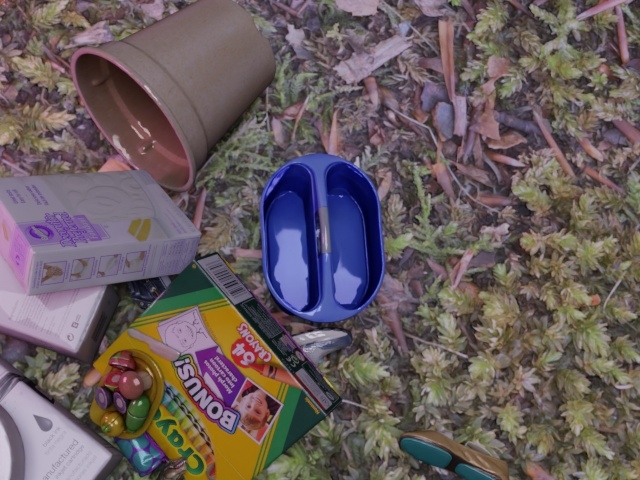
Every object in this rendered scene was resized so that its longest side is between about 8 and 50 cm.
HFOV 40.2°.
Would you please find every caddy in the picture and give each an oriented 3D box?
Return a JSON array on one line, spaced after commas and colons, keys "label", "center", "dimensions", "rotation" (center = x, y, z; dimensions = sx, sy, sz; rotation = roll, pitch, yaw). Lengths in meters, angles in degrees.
[{"label": "caddy", "center": [0.000, 0.000, 1.741], "dimensions": [0.241, 0.179, 0.342], "rotation": [-3, 76, -7]}]

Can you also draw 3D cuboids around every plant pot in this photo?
[{"label": "plant pot", "center": [-0.268, -0.320, 1.748], "dimensions": [0.334, 0.334, 0.305], "rotation": [43, 64, 6]}]

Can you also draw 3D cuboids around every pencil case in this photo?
[{"label": "pencil case", "center": [-0.354, 0.373, 1.667], "dimensions": [0.070, 0.064, 0.152], "rotation": [-38, 82, 14]}]

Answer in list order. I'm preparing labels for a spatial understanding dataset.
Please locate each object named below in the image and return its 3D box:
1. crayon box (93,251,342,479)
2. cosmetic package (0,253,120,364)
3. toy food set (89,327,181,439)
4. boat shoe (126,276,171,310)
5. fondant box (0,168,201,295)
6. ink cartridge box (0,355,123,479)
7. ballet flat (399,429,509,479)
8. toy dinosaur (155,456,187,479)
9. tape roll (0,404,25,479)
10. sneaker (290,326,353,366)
[{"label": "crayon box", "center": [-0.194, 0.260, 1.615], "dimensions": [0.313, 0.106, 0.363], "rotation": [-44, 82, 20]}, {"label": "cosmetic package", "center": [-0.586, 0.097, 1.649], "dimensions": [0.365, 0.197, 0.155], "rotation": [21, 74, -2]}, {"label": "toy food set", "center": [-0.356, 0.271, 1.583], "dimensions": [0.128, 0.071, 0.218], "rotation": [31, 106, 16]}, {"label": "boat shoe", "center": [-0.317, 0.128, 1.739], "dimensions": [0.083, 0.065, 0.183], "rotation": [-31, 75, -10]}, {"label": "fondant box", "center": [-0.423, -0.025, 1.619], "dimensions": [0.330, 0.096, 0.238], "rotation": [-9, 40, -39]}, {"label": "ink cartridge box", "center": [-0.608, 0.383, 1.586], "dimensions": [0.395, 0.166, 0.285], "rotation": [37, 75, 4]}, {"label": "ballet flat", "center": [0.265, 0.421, 1.726], "dimensions": [0.232, 0.080, 0.073], "rotation": [28, 47, -1]}, {"label": "toy dinosaur", "center": [-0.330, 0.501, 1.550], "dimensions": [0.268, 0.064, 0.118], "rotation": [-33, 57, -20]}, {"label": "tape roll", "center": [-0.644, 0.378, 1.446], "dimensions": [0.286, 0.100, 0.286], "rotation": [1, 77, -5]}, {"label": "sneaker", "center": [-0.064, 0.253, 1.718], "dimensions": [0.282, 0.110, 0.122], "rotation": [-19, 84, -1]}]
